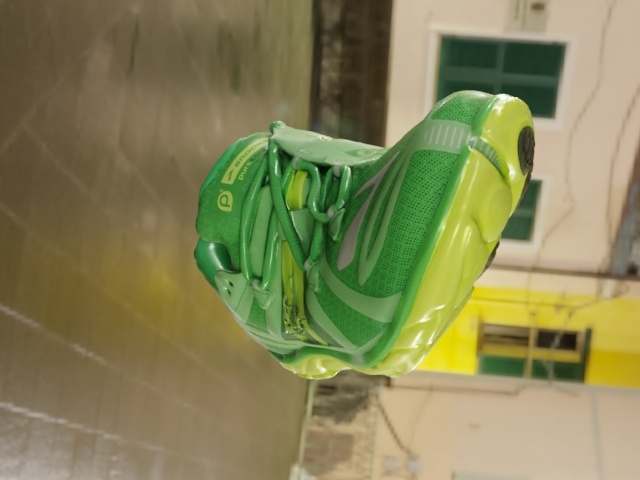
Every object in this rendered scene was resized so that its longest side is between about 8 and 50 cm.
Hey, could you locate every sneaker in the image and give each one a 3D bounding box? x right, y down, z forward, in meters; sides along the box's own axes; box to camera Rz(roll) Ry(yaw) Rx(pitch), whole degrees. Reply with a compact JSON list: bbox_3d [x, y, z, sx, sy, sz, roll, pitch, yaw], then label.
[{"bbox_3d":[0.000,0.000,0.546,0.109,0.124,0.295,-59,-170,-23],"label":"sneaker"}]
